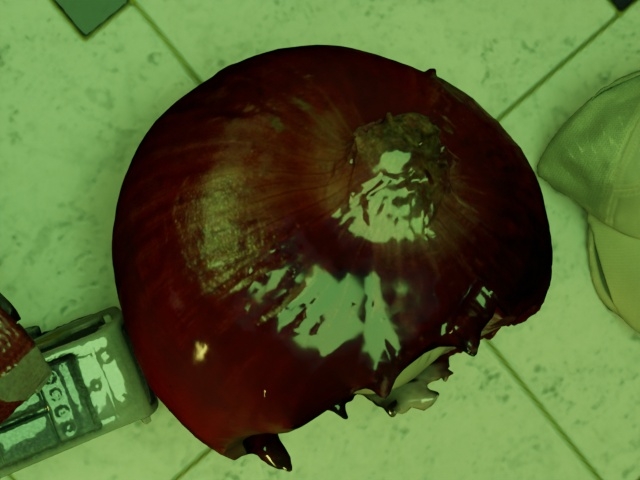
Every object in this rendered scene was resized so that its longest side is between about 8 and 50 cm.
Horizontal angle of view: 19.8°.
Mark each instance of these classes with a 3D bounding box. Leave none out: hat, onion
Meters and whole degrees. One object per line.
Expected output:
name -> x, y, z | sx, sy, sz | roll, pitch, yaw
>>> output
hat -> 0.322, -0.029, 1.562 | 0.220, 0.164, 0.226 | -19, 74, -11
onion -> 0.002, 0.002, 1.409 | 0.341, 0.341, 0.341 | 0, 91, -13

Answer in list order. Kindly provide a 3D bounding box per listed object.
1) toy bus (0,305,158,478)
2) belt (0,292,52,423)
toy bus -> -0.295, 0.150, 1.422 | 0.343, 0.138, 0.097 | -21, 95, -11
belt -> -0.289, 0.061, 1.316 | 0.201, 0.128, 0.124 | 38, 70, 17
